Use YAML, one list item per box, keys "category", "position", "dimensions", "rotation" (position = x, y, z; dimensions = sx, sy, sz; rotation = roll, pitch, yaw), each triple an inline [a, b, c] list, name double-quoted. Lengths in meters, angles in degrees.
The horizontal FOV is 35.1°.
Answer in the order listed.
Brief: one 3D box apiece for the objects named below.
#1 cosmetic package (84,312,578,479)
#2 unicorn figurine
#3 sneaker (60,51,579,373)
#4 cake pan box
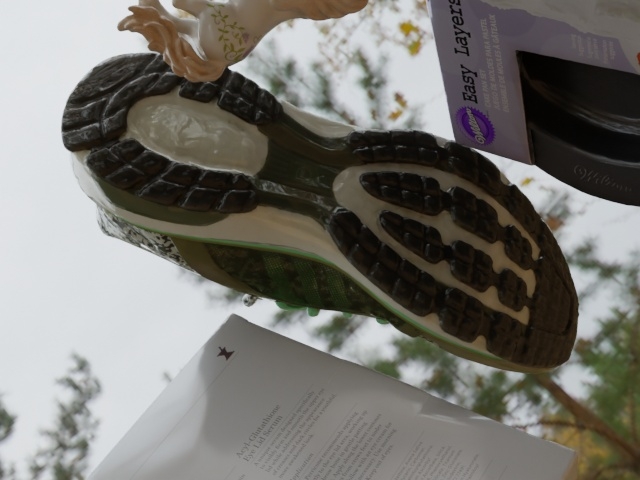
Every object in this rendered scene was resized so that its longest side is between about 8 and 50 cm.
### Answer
- category: "cosmetic package"
  position: [-0.049, 0.242, 0.628]
  dimensions: [0.377, 0.284, 0.097]
  rotation: [-49, -36, -32]
- category: "unicorn figurine"
  position: [-0.037, -0.157, 0.627]
  dimensions: [0.162, 0.111, 0.060]
  rotation: [-46, -8, -1]
- category: "sneaker"
  position: [0.000, 0.000, 0.784]
  dimensions: [0.182, 0.410, 0.158]
  rotation: [120, 173, -60]
- category: "cake pan box"
  position: [0.176, -0.141, 0.611]
  dimensions: [0.070, 0.245, 0.267]
  rotation: [-44, -42, -26]
